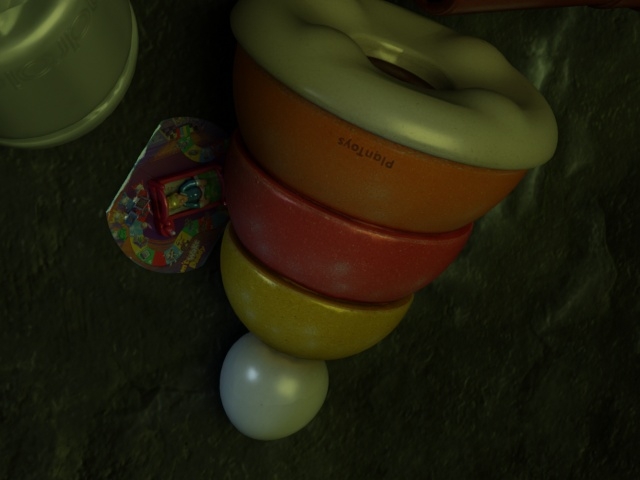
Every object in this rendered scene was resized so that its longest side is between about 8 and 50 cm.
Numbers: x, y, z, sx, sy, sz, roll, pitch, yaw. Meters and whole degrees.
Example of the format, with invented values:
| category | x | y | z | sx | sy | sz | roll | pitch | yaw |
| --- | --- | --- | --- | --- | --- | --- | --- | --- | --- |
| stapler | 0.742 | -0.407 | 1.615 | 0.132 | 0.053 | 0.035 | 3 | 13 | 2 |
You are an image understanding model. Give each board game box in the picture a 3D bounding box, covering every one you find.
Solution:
| category | x | y | z | sx | sy | sz | roll | pitch | yaw |
| --- | --- | --- | --- | --- | --- | --- | --- | --- | --- |
| board game box | -0.139 | -0.043 | 1.760 | 0.133 | 0.033 | 0.168 | 34 | 85 | -33 |

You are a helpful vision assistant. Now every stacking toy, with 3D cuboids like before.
| category | x | y | z | sx | sy | sz | roll | pitch | yaw |
| --- | --- | --- | --- | --- | --- | --- | --- | --- | --- |
| stacking toy | 0.000 | 0.000 | 1.749 | 0.351 | 0.350 | 0.479 | 9 | 117 | -33 |

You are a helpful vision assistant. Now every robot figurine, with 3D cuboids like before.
| category | x | y | z | sx | sy | sz | roll | pitch | yaw |
| --- | --- | --- | --- | --- | --- | --- | --- | --- | --- |
| robot figurine | -0.275 | -0.200 | 1.482 | 0.300 | 0.200 | 0.353 | -49 | 165 | -7 |

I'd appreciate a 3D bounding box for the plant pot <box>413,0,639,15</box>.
| category | x | y | z | sx | sy | sz | roll | pitch | yaw |
| --- | --- | --- | --- | --- | --- | --- | --- | --- | --- |
| plant pot | 0.224 | -0.357 | 1.780 | 0.265 | 0.272 | 0.272 | -12 | 109 | -20 |
